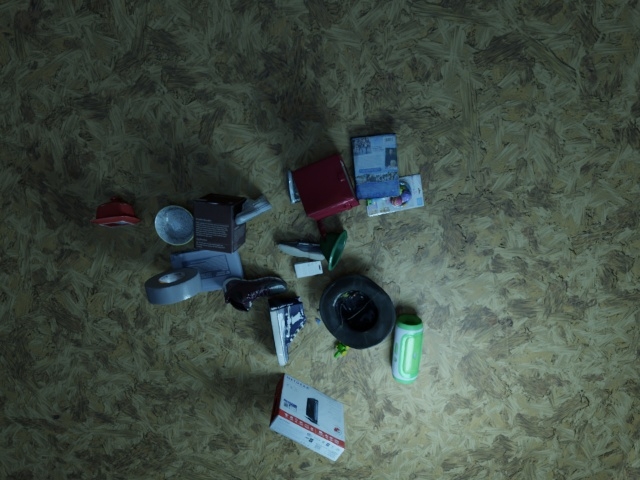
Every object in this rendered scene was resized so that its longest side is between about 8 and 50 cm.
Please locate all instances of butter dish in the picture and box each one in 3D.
[{"bbox_3d":[-0.845,-0.123,1.828,0.160,0.160,0.118,-7,84,3],"label":"butter dish"}]

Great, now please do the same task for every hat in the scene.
[{"bbox_3d":[0.164,0.304,1.940,0.332,0.134,0.331,0,91,10],"label":"hat"},{"bbox_3d":[0.000,0.000,1.863,0.184,0.208,0.173,21,152,14],"label":"hat"}]

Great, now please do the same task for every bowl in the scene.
[{"bbox_3d":[-0.597,-0.073,1.859,0.170,0.080,0.170,0,108,0],"label":"bowl"}]

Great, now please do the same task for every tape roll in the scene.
[{"bbox_3d":[-0.601,0.183,1.816,0.219,0.219,0.072,-7,107,3],"label":"tape roll"}]

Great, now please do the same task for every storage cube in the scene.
[{"bbox_3d":[0.024,-0.199,1.722,0.193,0.184,0.214,-20,84,10],"label":"storage cube"}]

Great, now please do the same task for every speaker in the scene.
[{"bbox_3d":[0.391,0.490,2.000,0.131,0.131,0.296,2,108,0],"label":"speaker"}]

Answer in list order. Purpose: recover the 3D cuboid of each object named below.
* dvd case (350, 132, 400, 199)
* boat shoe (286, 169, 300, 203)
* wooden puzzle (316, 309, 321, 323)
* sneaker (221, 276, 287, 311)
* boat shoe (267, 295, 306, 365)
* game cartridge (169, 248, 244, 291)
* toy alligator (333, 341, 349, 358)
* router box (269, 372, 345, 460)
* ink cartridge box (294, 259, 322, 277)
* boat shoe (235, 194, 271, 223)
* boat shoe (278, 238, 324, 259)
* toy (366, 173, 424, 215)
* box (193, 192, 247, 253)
[{"bbox_3d":[0.219,-0.296,1.776,0.181,0.022,0.252,-4,99,10],"label":"dvd case"},{"bbox_3d":[-0.112,-0.222,1.825,0.040,0.049,0.142,-12,110,-15],"label":"boat shoe"},{"bbox_3d":[0.032,0.336,2.015,0.116,0.014,0.078,-21,102,7],"label":"wooden puzzle"},{"bbox_3d":[-0.277,0.242,1.888,0.282,0.162,0.106,-1,127,-12],"label":"sneaker"},{"bbox_3d":[-0.136,0.406,1.987,0.158,0.127,0.340,-10,117,-11],"label":"boat shoe"},{"bbox_3d":[-0.490,0.124,1.936,0.295,0.060,0.195,-9,104,4],"label":"game cartridge"},{"bbox_3d":[0.122,0.465,2.038,0.051,0.056,0.189,12,112,-47],"label":"toy alligator"},{"bbox_3d":[-0.055,0.792,2.012,0.336,0.301,0.082,30,106,-9],"label":"router box"},{"bbox_3d":[-0.052,0.121,1.939,0.115,0.029,0.062,-10,107,3],"label":"ink cartridge box"},{"bbox_3d":[-0.282,-0.127,1.773,0.083,0.226,0.075,-27,95,27],"label":"boat shoe"},{"bbox_3d":[-0.078,0.030,1.906,0.206,0.075,0.064,13,65,2],"label":"boat shoe"},{"bbox_3d":[0.305,-0.181,1.823,0.238,0.056,0.136,-10,108,4],"label":"toy"},{"bbox_3d":[-0.405,-0.071,1.801,0.169,0.167,0.203,8,107,8],"label":"box"}]
